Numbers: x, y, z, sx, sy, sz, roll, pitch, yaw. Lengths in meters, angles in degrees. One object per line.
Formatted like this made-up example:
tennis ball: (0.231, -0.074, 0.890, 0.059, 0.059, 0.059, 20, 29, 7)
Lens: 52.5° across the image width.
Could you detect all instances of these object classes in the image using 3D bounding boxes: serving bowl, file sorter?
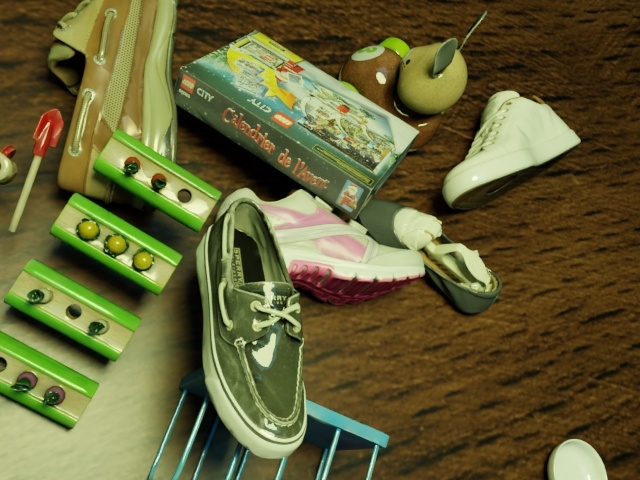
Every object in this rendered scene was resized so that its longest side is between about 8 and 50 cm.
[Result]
serving bowl: (0.300, 0.280, 0.771, 0.083, 0.027, 0.083, 10, 66, -24)
file sorter: (-0.051, 0.194, 0.575, 0.170, 0.118, 0.104, 27, 62, -15)

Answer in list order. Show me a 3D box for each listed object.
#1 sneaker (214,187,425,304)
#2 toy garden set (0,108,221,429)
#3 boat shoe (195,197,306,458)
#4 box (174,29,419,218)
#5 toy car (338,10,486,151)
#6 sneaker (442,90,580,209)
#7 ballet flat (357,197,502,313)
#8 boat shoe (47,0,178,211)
sneaker: (0.000, 0.000, 0.691, 0.252, 0.103, 0.111, 10, 67, -24)
toy garden set: (-0.233, 0.007, 0.546, 0.204, 0.049, 0.244, 32, 81, -11)
boat shoe: (-0.054, 0.062, 0.525, 0.078, 0.070, 0.219, 6, 50, -35)
box: (-0.021, -0.136, 0.716, 0.233, 0.044, 0.159, 33, 40, 6)
toy car: (0.117, -0.204, 0.786, 0.149, 0.188, 0.155, 46, 56, -3)
sneaker: (0.234, -0.128, 0.874, 0.290, 0.106, 0.123, -25, 78, -44)
ballet flat: (0.137, 0.009, 0.778, 0.203, 0.074, 0.074, 40, 57, -6)
boat shoe: (-0.211, -0.188, 0.655, 0.120, 0.122, 0.324, 2, 68, -21)
